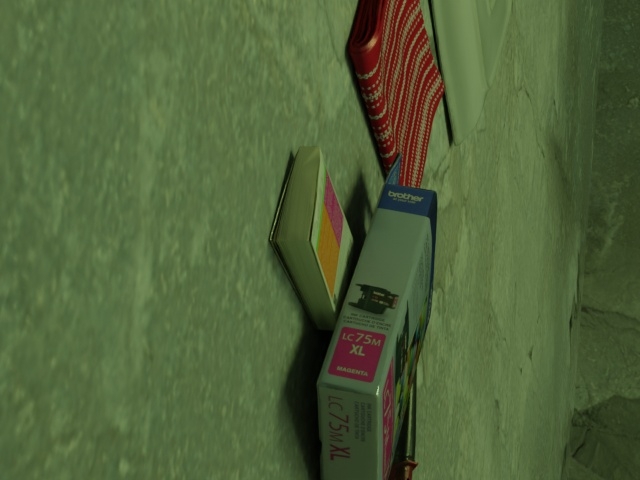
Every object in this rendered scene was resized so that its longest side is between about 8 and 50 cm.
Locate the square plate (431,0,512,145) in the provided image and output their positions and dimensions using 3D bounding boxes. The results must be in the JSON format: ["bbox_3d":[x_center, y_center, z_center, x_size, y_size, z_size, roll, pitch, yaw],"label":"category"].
[{"bbox_3d":[0.204,-0.359,1.628,0.347,0.049,0.344,-70,155,-46],"label":"square plate"}]

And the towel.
[{"bbox_3d":[0.086,-0.179,1.310,0.275,0.031,0.198,68,30,-51],"label":"towel"}]

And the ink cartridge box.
[{"bbox_3d":[0.062,0.083,1.161,0.311,0.065,0.185,-73,167,-45],"label":"ink cartridge box"}]

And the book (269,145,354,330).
[{"bbox_3d":[0.000,0.000,1.054,0.144,0.035,0.096,69,28,-53],"label":"book"}]

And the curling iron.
[{"bbox_3d":[0.084,0.246,1.321,0.068,0.035,0.274,65,32,-54],"label":"curling iron"}]
